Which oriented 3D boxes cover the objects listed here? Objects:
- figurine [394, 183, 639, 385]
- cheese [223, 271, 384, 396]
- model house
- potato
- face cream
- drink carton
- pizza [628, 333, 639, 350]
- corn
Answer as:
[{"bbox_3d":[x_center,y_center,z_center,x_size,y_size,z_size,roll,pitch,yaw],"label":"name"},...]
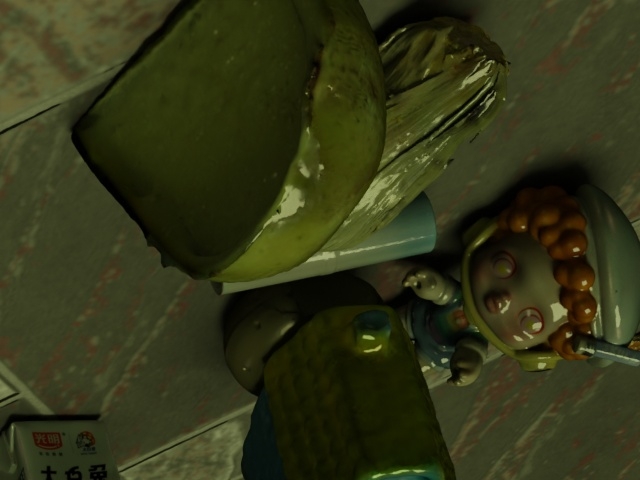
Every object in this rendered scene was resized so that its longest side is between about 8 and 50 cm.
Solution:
[{"bbox_3d":[0.208,0.061,2.198,0.382,0.224,0.205,-11,177,25],"label":"figurine"},{"bbox_3d":[-0.031,0.116,2.156,0.175,0.091,0.202,-5,145,-22],"label":"cheese"},{"bbox_3d":[0.040,0.229,2.056,0.215,0.237,0.303,-5,142,-14],"label":"model house"},{"bbox_3d":[-0.032,-0.087,1.697,0.213,0.280,0.330,16,129,-41],"label":"potato"},{"bbox_3d":[0.000,0.000,2.019,0.250,0.077,0.077,-11,145,-18],"label":"face cream"},{"bbox_3d":[-0.290,0.365,2.143,0.131,0.315,0.106,4,142,-37],"label":"drink carton"},{"bbox_3d":[0.447,0.137,2.547,0.083,0.016,0.037,-24,148,8],"label":"pizza"},{"bbox_3d":[0.071,-0.108,1.868,0.122,0.123,0.305,13,132,-40],"label":"corn"}]
